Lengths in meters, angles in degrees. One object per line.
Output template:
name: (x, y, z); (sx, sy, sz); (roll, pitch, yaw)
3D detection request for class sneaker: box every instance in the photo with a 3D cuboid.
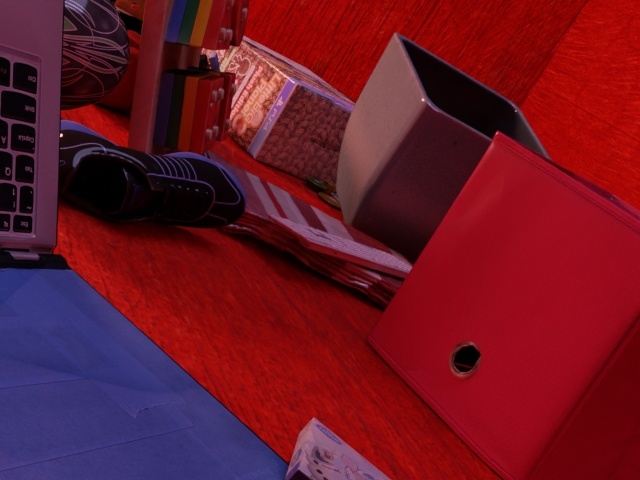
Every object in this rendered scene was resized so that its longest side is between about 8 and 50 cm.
sneaker: (-0.163, -0.046, 0.990); (0.232, 0.081, 0.090); (14, 23, -35)

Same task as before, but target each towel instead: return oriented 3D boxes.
towel: (0.000, 0.000, 1.290); (0.329, 0.037, 0.237); (27, 12, -20)

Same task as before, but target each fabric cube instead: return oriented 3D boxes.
fabric cube: (0.257, 0.085, 1.040); (0.259, 0.258, 0.254); (19, 18, -44)

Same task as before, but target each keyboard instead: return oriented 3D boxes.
keyboard: (0.039, 0.011, 1.216); (0.072, 0.014, 0.256); (40, 13, 37)

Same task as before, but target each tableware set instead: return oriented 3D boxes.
tableware set: (0.046, -0.058, 1.660); (0.104, 0.024, 0.154); (16, 20, -49)

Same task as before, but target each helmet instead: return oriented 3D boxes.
helmet: (-0.302, -0.223, 1.153); (0.161, 0.169, 0.169); (19, 6, 25)

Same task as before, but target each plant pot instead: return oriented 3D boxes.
plant pot: (0.155, -0.105, 1.517); (0.248, 0.252, 0.247); (26, 27, -23)

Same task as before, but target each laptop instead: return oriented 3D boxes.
laptop: (-0.192, -0.050, 0.577); (0.236, 0.408, 0.382); (0, -3, 25)

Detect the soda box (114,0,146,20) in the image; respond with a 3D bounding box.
soda box: (-0.239, -0.346, 1.435); (0.058, 0.061, 0.181); (28, 13, -12)

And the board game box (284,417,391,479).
board game box: (0.020, 0.166, 0.679); (0.090, 0.020, 0.090); (39, 13, -2)

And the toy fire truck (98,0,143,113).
toy fire truck: (-0.330, -0.278, 1.383); (0.217, 0.158, 0.246); (37, 25, 24)

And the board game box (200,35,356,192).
board game box: (-0.064, -0.227, 1.787); (0.232, 0.141, 0.291); (20, 16, -42)

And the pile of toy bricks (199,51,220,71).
pile of toy bricks: (-0.214, -0.227, 1.578); (0.105, 0.118, 0.212); (-7, 25, 4)

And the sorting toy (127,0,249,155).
sorting toy: (-0.153, -0.234, 1.289); (0.089, 0.255, 0.257); (10, 12, 2)
